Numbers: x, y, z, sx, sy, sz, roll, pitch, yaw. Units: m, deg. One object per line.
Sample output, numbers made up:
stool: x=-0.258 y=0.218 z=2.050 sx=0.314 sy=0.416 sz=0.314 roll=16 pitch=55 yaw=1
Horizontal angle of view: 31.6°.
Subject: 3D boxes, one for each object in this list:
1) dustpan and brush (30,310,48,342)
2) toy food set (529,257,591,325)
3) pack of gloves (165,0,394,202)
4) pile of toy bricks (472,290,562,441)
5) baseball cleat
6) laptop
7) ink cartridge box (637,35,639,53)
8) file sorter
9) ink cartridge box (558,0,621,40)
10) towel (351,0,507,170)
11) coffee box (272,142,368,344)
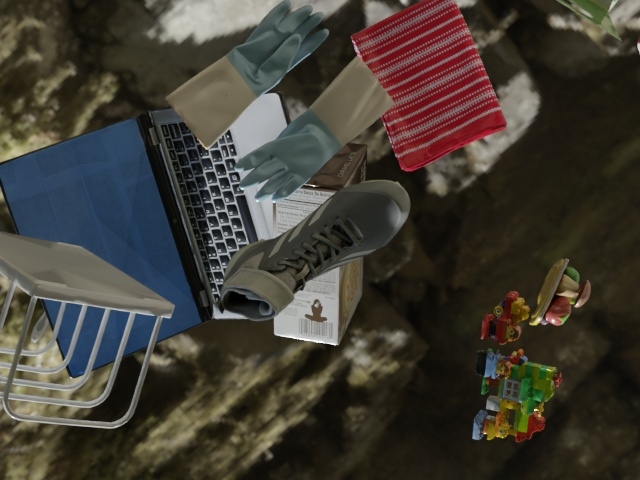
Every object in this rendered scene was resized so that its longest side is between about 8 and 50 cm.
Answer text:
dustpan and brush: x=-0.521 y=0.106 z=2.260 sx=0.147 sy=0.211 sz=0.060 roll=28 pitch=-177 yaw=-3
toy food set: x=0.430 y=0.103 z=2.005 sx=0.071 sy=0.128 sz=0.218 roll=24 pitch=179 yaw=6
pack of gloves: x=-0.052 y=-0.176 z=1.439 sx=0.195 sy=0.232 sz=0.046 roll=51 pitch=168 yaw=-13
pile of toy bricks: x=0.272 y=0.185 z=1.524 sx=0.105 sy=0.212 sz=0.118 roll=10 pitch=-164 yaw=22
baseball cleat: x=-0.007 y=0.019 z=1.044 sx=0.072 sy=0.206 sz=0.109 roll=49 pitch=-150 yaw=-19
laptop: x=-0.233 y=-0.001 z=1.797 sx=0.236 sy=0.408 sz=0.381 roll=-42 pitch=-58 yaw=-53
ink cartridge box: x=0.380 y=-0.242 z=1.037 sx=0.128 sy=0.176 sz=0.127 roll=17 pitch=-174 yaw=18
file sorter: x=-0.359 y=0.107 z=1.466 sx=0.193 sy=0.173 sz=0.278 roll=14 pitch=-173 yaw=-39
ink cartridge box: x=0.383 y=-0.404 z=1.716 sx=0.171 sy=0.056 sz=0.235 roll=28 pitch=-154 yaw=-14
towel: x=0.184 y=-0.275 z=1.953 sx=0.274 sy=0.199 sz=0.031 roll=69 pitch=-166 yaw=11
coffee box: x=0.000 y=0.000 z=1.559 sx=0.141 sy=0.098 sz=0.246 roll=-62 pitch=-23 yaw=-57
